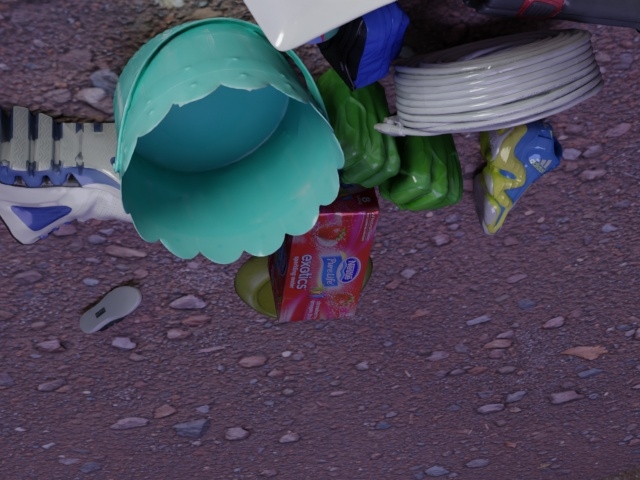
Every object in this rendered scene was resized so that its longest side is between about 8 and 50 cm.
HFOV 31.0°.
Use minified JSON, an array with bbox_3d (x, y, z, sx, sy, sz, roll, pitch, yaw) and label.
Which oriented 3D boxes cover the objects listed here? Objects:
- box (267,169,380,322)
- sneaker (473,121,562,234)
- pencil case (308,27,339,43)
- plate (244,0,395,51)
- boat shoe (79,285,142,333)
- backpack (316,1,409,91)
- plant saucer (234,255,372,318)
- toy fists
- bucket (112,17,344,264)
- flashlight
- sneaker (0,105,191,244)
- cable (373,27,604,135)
[{"bbox_3d":[0.000,0.000,1.754,0.128,0.122,0.256,-3,139,-13],"label":"box"},{"bbox_3d":[0.303,-0.094,1.753,0.126,0.091,0.240,-9,147,-4],"label":"sneaker"},{"bbox_3d":[0.006,-0.320,1.241,0.104,0.104,0.236,1,145,-17],"label":"pencil case"},{"bbox_3d":[-0.020,-0.343,1.122,0.277,0.045,0.278,-14,114,49],"label":"plate"},{"bbox_3d":[-0.346,0.115,1.940,0.142,0.049,0.040,-29,162,29],"label":"boat shoe"},{"bbox_3d":[0.053,-0.265,1.411,0.101,0.098,0.120,-32,155,-23],"label":"backpack"},{"bbox_3d":[-0.026,0.076,1.974,0.241,0.037,0.241,-8,147,-5],"label":"plant saucer"},{"bbox_3d":[0.093,-0.123,1.596,0.096,0.142,0.279,-33,141,32],"label":"toy fists"},{"bbox_3d":[-0.125,-0.128,1.435,0.281,0.183,0.281,-12,134,-13],"label":"bucket"},{"bbox_3d":[0.324,-0.313,1.418,0.304,0.103,0.103,0,113,-24],"label":"flashlight"},{"bbox_3d":[-0.337,-0.075,1.584,0.316,0.127,0.182,12,145,-21],"label":"sneaker"},{"bbox_3d":[0.218,-0.202,1.442,0.257,0.089,0.257,-22,-164,-29],"label":"cable"}]
